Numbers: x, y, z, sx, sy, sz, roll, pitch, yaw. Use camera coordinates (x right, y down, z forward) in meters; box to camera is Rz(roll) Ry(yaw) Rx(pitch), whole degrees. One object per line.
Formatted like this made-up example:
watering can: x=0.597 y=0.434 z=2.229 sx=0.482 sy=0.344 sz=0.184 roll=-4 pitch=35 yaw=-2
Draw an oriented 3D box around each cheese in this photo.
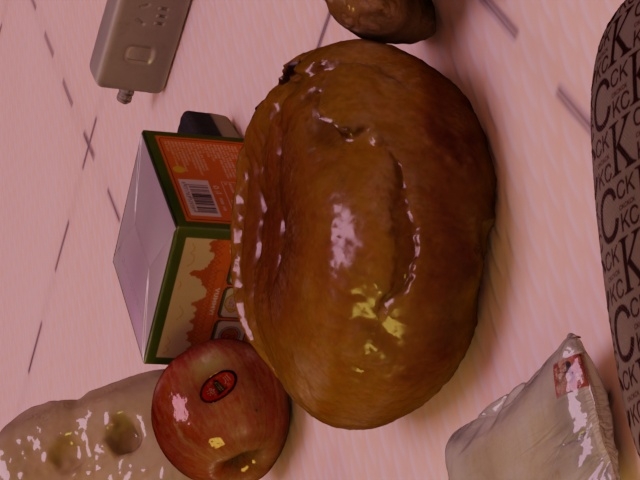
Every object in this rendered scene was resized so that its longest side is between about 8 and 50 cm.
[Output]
cheese: x=-0.221 y=0.246 z=2.133 sx=0.248 sy=0.251 sz=0.174 roll=-40 pitch=46 yaw=38

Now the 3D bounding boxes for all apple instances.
apple: x=-0.100 y=0.180 z=1.947 sx=0.131 sy=0.146 sz=0.146 roll=57 pitch=139 yaw=32

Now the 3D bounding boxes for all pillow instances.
pillow: x=0.158 y=0.169 z=1.440 sx=0.229 sy=0.050 sz=0.128 roll=130 pitch=133 yaw=-55

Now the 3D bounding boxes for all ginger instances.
ginger: x=0.054 y=-0.217 z=1.703 sx=0.069 sy=0.190 sz=0.095 roll=-28 pitch=80 yaw=18

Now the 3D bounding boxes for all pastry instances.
pastry: x=0.025 y=-0.005 z=1.666 sx=0.356 sy=0.163 sz=0.356 roll=-175 pitch=90 yaw=-65

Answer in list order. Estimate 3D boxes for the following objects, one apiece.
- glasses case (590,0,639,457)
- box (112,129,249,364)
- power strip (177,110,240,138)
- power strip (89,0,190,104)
glasses case: x=0.242 y=-0.009 z=1.240 sx=0.137 sy=0.085 sz=0.355 roll=135 pitch=136 yaw=-58
box: x=-0.122 y=0.009 z=2.032 sx=0.195 sy=0.148 sz=0.178 roll=-116 pitch=35 yaw=-52
power strip: x=-0.151 y=-0.016 z=2.216 sx=0.105 sy=0.070 sz=0.257 roll=-120 pitch=44 yaw=-59
power strip: x=-0.215 y=-0.314 z=2.413 sx=0.058 sy=0.098 sz=0.338 roll=-116 pitch=39 yaw=-48
